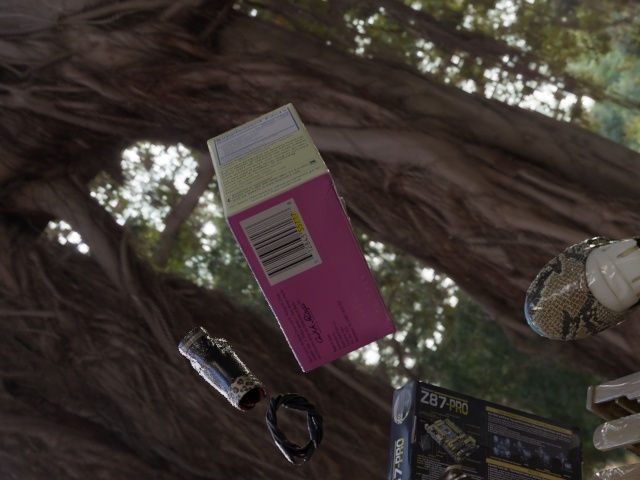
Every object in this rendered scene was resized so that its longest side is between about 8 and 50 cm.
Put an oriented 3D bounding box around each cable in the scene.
[{"bbox_3d":[-0.062,0.456,2.178,0.150,0.184,0.047,-43,12,-37],"label":"cable"}]

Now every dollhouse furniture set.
[{"bbox_3d":[0.491,0.328,1.308,0.161,0.212,0.242,-35,30,49],"label":"dollhouse furniture set"}]

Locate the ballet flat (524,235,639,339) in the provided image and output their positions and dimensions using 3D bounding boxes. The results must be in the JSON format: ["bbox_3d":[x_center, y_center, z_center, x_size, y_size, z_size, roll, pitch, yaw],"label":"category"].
[{"bbox_3d":[0.579,0.048,1.592,0.482,0.164,0.182,-14,-14,-35],"label":"ballet flat"}]

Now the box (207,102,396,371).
[{"bbox_3d":[-0.028,-0.012,1.016,0.117,0.243,0.214,-24,-62,1],"label":"box"}]

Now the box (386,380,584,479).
[{"bbox_3d":[0.312,0.464,1.624,0.097,0.394,0.318,-40,37,56],"label":"box"}]

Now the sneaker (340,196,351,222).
[{"bbox_3d":[0.000,0.000,1.406,0.252,0.102,0.111,122,170,-68],"label":"sneaker"}]

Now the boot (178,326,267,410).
[{"bbox_3d":[-0.180,0.274,1.755,0.085,0.178,0.236,-46,-23,-7],"label":"boot"}]

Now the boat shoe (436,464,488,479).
[{"bbox_3d":[0.177,0.353,1.177,0.257,0.095,0.095,20,-53,-29],"label":"boat shoe"}]
